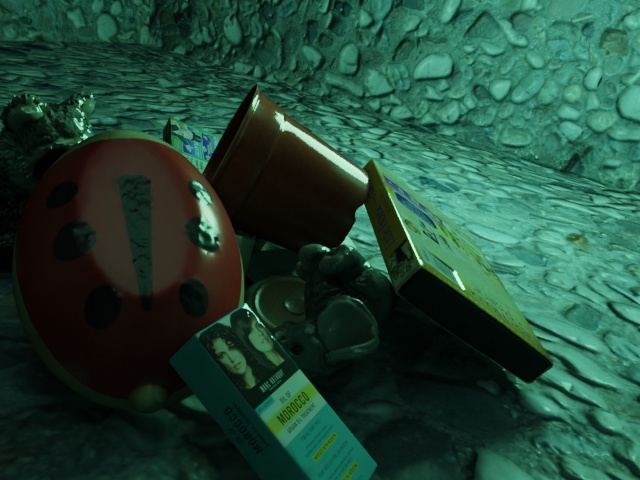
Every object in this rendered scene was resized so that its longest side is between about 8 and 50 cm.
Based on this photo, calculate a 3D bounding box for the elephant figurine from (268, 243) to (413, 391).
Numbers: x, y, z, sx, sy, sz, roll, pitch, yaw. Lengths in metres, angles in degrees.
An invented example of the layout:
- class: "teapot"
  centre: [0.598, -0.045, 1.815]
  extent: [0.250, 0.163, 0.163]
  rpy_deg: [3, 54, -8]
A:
- class: "elephant figurine"
  centre: [0.005, 0.137, 0.855]
  extent: [0.186, 0.169, 0.239]
  rpy_deg: [-3, 50, 28]

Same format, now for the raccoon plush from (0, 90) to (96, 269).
- class: "raccoon plush"
  centre: [-0.579, -0.137, 1.030]
  extent: [0.447, 0.299, 0.216]
  rpy_deg: [13, 23, 3]

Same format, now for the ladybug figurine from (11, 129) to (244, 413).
- class: "ladybug figurine"
  centre: [-0.249, 0.010, 0.814]
  extent: [0.305, 0.161, 0.449]
  rpy_deg: [-6, 53, -24]

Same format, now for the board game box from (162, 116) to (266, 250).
- class: "board game box"
  centre: [-0.232, -0.129, 1.311]
  extent: [0.214, 0.046, 0.317]
  rpy_deg: [19, 35, -30]

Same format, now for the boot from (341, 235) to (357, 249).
- class: "boot"
  centre: [0.000, 0.000, 1.303]
  extent: [0.190, 0.086, 0.069]
  rpy_deg: [51, 26, 15]

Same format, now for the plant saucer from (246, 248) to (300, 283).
- class: "plant saucer"
  centre: [-0.049, 0.074, 1.132]
  extent: [0.195, 0.037, 0.195]
  rpy_deg: [11, 23, -5]

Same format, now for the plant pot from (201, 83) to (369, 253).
- class: "plant pot"
  centre: [-0.071, -0.106, 1.133]
  extent: [0.265, 0.272, 0.272]
  rpy_deg: [28, 19, -16]

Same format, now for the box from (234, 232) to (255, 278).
- class: "box"
  centre: [-0.265, 0.010, 1.058]
  extent: [0.275, 0.113, 0.094]
  rpy_deg: [14, -2, 10]

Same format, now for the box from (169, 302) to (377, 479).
- class: "box"
  centre: [-0.051, 0.195, 0.679]
  extent: [0.244, 0.060, 0.100]
  rpy_deg: [50, 32, 6]

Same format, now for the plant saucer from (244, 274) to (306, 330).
- class: "plant saucer"
  centre: [-0.043, 0.117, 0.982]
  extent: [0.199, 0.036, 0.198]
  rpy_deg: [10, 37, -7]

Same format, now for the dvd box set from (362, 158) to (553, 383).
- class: "dvd box set"
  centre: [0.218, 0.035, 1.080]
  extent: [0.308, 0.062, 0.420]
  rpy_deg: [34, 20, -22]
